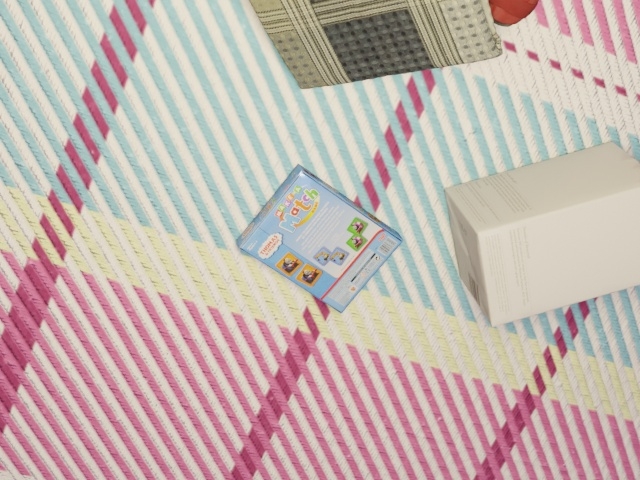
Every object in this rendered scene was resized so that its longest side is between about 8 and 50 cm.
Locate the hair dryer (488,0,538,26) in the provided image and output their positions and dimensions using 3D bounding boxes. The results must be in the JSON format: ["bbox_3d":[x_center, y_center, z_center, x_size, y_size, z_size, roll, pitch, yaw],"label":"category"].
[{"bbox_3d":[0.208,-0.370,1.402,0.293,0.080,0.223,-26,135,17],"label":"hair dryer"}]

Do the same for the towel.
[{"bbox_3d":[0.055,-0.342,1.388,0.312,0.056,0.324,-6,142,22],"label":"towel"}]

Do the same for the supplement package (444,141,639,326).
[{"bbox_3d":[0.369,-0.013,1.649,0.292,0.177,0.175,-16,118,-3],"label":"supplement package"}]

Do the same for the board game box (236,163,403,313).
[{"bbox_3d":[0.000,0.000,1.656,0.211,0.039,0.160,34,105,-25],"label":"board game box"}]
